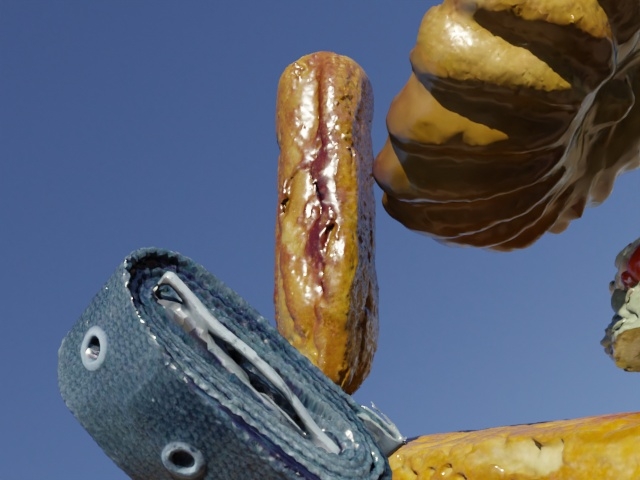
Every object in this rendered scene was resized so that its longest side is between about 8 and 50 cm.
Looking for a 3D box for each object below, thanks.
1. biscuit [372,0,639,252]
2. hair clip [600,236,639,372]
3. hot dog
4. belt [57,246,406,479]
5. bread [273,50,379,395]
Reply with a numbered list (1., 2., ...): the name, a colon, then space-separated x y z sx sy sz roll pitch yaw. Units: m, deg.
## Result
1. biscuit: 0.183 -0.116 0.799 0.325 0.107 0.326 -33 -29 -21
2. hair clip: 0.344 -0.018 0.829 0.321 0.091 0.138 -28 -27 -2
3. hot dog: 0.177 0.231 0.841 0.223 0.185 0.405 3 -15 -44
4. belt: -0.071 0.117 0.694 0.128 0.218 0.122 -45 2 28
5. bread: 0.002 0.000 0.872 0.083 0.344 0.124 -7 -28 13
